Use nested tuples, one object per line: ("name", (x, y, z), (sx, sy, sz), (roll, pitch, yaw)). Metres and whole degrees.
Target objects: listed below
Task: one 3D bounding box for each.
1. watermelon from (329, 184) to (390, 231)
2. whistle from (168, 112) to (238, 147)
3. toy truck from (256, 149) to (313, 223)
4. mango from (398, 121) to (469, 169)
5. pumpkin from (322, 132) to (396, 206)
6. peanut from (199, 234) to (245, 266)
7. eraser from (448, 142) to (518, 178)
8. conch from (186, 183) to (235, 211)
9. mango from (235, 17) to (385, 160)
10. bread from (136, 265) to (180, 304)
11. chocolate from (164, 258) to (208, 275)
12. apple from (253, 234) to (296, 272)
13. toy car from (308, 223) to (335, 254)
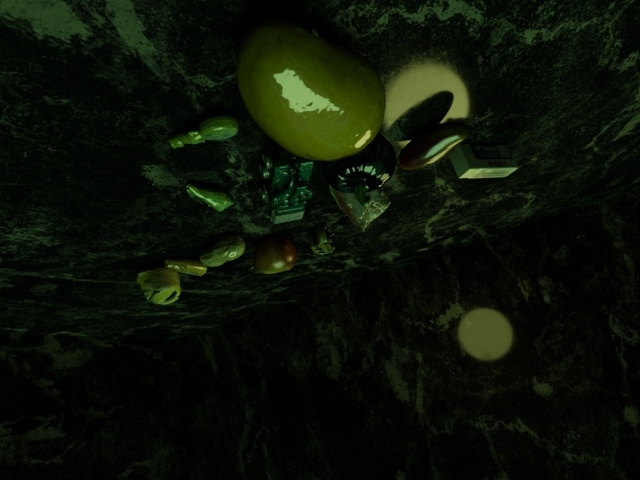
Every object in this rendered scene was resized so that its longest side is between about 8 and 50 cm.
("watermelon", (0.135, -0.159, 1.715), (0.193, 0.232, 0.310), (-45, 154, -24))
("whistle", (-0.318, -0.296, 1.180), (0.199, 0.057, 0.104), (-11, 179, 12))
("toy truck", (-0.114, -0.185, 1.478), (0.177, 0.177, 0.363), (-11, 164, -16))
("mango", (0.394, -0.335, 1.540), (0.268, 0.111, 0.133), (-28, 143, 37))
("pumpkin", (0.130, -0.228, 1.434), (0.248, 0.247, 0.248), (-14, 162, -5))
("peanut", (-0.456, 0.050, 1.992), (0.257, 0.123, 0.124), (-22, 161, 30))
("eraser", (0.664, -0.325, 1.776), (0.279, 0.124, 0.081), (-6, 159, -27))
("conch", (-0.382, -0.149, 1.522), (0.201, 0.079, 0.095), (22, 155, -36))
("mango", (-0.018, -0.340, 1.022), (0.302, 0.220, 0.445), (-20, 158, 22))
("bread", (-0.780, 0.211, 2.114), (0.197, 0.170, 0.197), (-20, 153, -11))
("chocolate", (-0.656, 0.123, 2.110), (0.086, 0.085, 0.219), (-27, 155, 31))
("apple", (-0.227, 0.070, 2.156), (0.235, 0.173, 0.210), (-19, 168, 40))
("toy car", (0.000, 0.000, 2.236), (0.125, 0.101, 0.256), (-14, 164, 5))
